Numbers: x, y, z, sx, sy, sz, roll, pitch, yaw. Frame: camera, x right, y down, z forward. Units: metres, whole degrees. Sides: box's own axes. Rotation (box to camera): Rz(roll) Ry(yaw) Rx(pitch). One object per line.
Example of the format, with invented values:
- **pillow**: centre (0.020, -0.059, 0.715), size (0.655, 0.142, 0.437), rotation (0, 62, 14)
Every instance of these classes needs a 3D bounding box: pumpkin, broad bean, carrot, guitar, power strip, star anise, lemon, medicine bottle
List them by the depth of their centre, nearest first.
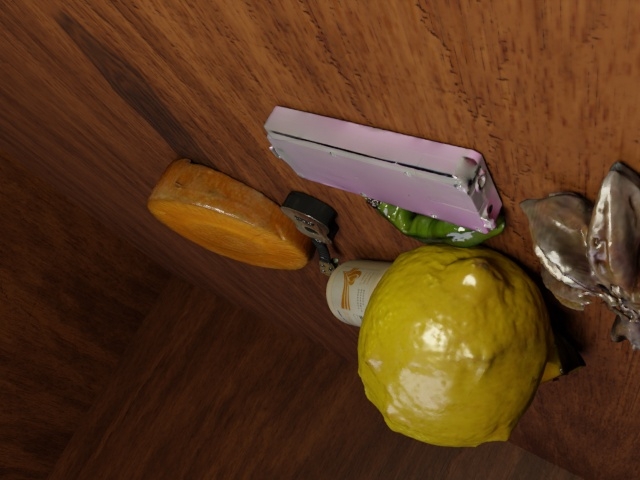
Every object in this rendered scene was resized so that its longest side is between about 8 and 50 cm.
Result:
- **star anise**: centre (0.276, 0.029, 0.575), size (0.236, 0.093, 0.229), rotation (21, 158, 23)
- **power strip**: centre (0.059, -0.078, 0.726), size (0.279, 0.037, 0.109), rotation (20, 163, 35)
- **broad bean**: centre (0.132, -0.018, 0.782), size (0.195, 0.046, 0.061), rotation (17, 165, 47)
- **lemon**: centre (0.158, 0.124, 0.829), size (0.233, 0.233, 0.288), rotation (24, 141, 20)
- **pumpkin**: centre (0.296, 0.150, 0.999), size (0.130, 0.149, 0.254), rotation (69, 156, 18)
- **medicine bottle**: centre (0.113, 0.090, 1.072), size (0.114, 0.114, 0.252), rotation (36, 165, -25)
- **guitar**: centre (0.001, -0.001, 1.122), size (0.084, 0.038, 0.271), rotation (25, 164, 20)
- **carrot**: centre (-0.150, -0.038, 1.227), size (0.307, 0.100, 0.258), rotation (21, 165, 1)
